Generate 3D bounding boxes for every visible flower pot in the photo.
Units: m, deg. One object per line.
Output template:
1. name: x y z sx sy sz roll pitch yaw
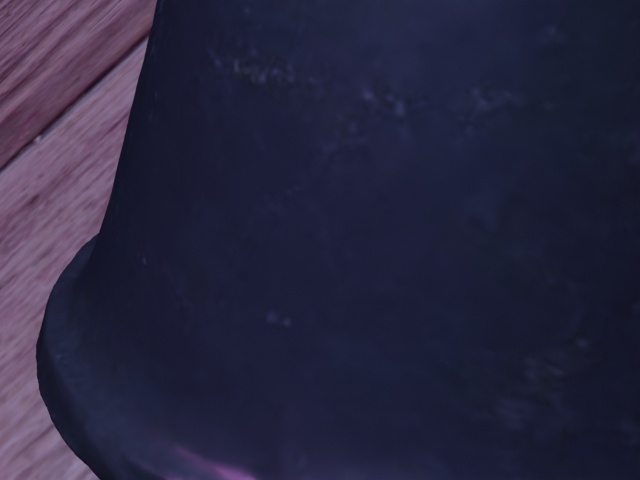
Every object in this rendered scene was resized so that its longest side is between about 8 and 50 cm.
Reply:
1. flower pot: 0.077 -0.064 0.491 0.379 0.251 0.379 2 23 -1
